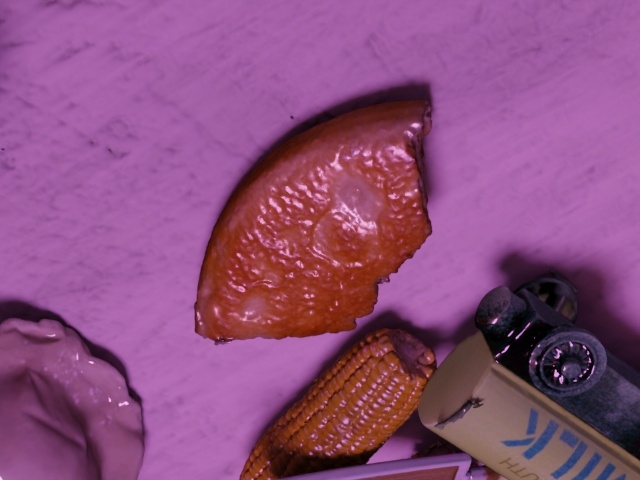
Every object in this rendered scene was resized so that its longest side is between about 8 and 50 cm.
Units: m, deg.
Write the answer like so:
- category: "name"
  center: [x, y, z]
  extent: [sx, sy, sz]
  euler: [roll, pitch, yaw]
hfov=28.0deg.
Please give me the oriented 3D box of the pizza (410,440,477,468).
- category: "pizza"
  center: [0.106, 0.191, 1.094]
  extent: [0.083, 0.025, 0.078]
  euler: [1, 132, -2]

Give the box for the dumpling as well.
- category: "dumpling"
  center: [-0.238, 0.176, 1.064]
  extent: [0.193, 0.147, 0.258]
  euler: [-24, 119, -26]

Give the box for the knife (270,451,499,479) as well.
- category: "knife"
  center: [0.102, 0.185, 1.033]
  extent: [0.343, 0.027, 0.061]
  euler: [-5, 143, -10]

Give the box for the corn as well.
- category: "corn"
  center: [0.009, 0.155, 1.047]
  extent: [0.080, 0.080, 0.238]
  euler: [29, 126, -14]

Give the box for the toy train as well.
- category: "toy train"
  center: [0.191, 0.140, 0.977]
  extent: [0.253, 0.105, 0.157]
  euler: [35, 107, -21]

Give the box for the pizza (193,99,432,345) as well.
- category: "pizza"
  center: [-0.003, -0.005, 0.941]
  extent: [0.134, 0.056, 0.271]
  euler: [27, 125, -10]
